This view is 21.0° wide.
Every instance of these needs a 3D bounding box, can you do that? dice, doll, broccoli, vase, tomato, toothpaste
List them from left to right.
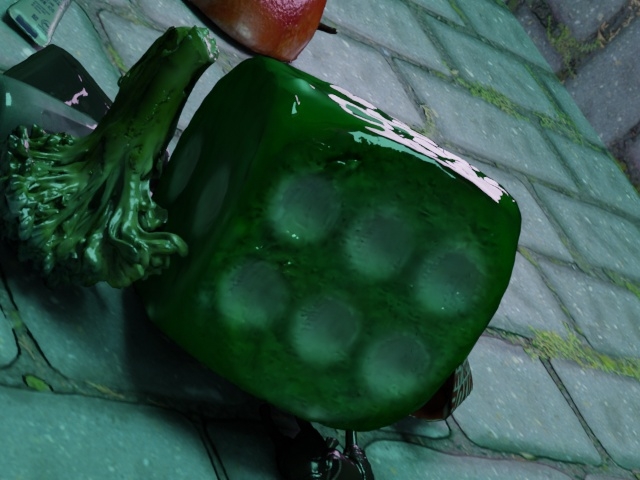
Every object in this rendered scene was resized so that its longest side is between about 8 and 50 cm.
[{"bbox_3d":[-0.322,-0.290,2.068,0.062,0.037,0.216,42,27,-13],"label":"toothpaste"},{"bbox_3d":[-0.256,-0.102,1.767,0.214,0.086,0.086,17,36,-39],"label":"vase"},{"bbox_3d":[-0.187,-0.063,1.615,0.177,0.275,0.198,25,36,-48],"label":"broccoli"},{"bbox_3d":[-0.087,-0.417,2.525,0.309,0.170,0.309,39,22,-19],"label":"tomato"},{"bbox_3d":[0.000,0.000,1.729,0.297,0.287,0.300,29,8,-23],"label":"dice"},{"bbox_3d":[0.012,0.240,1.758,0.139,0.057,0.165,27,34,-46],"label":"doll"}]

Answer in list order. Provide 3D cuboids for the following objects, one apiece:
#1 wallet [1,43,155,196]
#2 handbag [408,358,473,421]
[{"bbox_3d":[-0.246,-0.099,1.874,0.245,0.052,0.168,48,27,-3],"label":"wallet"},{"bbox_3d":[0.083,0.074,2.039,0.298,0.151,0.171,51,17,-1],"label":"handbag"}]
